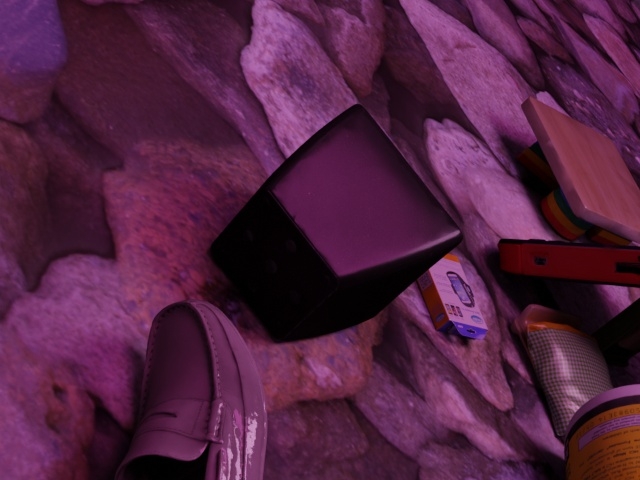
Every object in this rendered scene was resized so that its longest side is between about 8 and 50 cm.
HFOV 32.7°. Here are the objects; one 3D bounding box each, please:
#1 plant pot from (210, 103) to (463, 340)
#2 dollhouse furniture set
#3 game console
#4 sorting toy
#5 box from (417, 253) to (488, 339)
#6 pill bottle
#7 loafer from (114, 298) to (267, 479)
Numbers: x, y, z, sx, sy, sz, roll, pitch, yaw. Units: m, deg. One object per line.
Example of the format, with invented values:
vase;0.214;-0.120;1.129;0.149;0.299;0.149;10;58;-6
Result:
plant pot;0.000;0.000;1.157;0.188;0.187;0.167;52;44;7
dollhouse furniture set;0.431;0.169;1.515;0.301;0.151;0.197;14;44;-43
game console;0.486;0.030;1.580;0.342;0.387;0.060;-3;96;-52
sorting toy;0.455;-0.096;1.911;0.255;0.089;0.257;18;42;-39
box;0.167;0.073;1.418;0.081;0.028;0.136;17;45;-41
pill bottle;0.373;0.334;1.219;0.188;0.188;0.334;38;32;-16
loafer;-0.106;0.176;0.874;0.111;0.112;0.319;31;34;-41
